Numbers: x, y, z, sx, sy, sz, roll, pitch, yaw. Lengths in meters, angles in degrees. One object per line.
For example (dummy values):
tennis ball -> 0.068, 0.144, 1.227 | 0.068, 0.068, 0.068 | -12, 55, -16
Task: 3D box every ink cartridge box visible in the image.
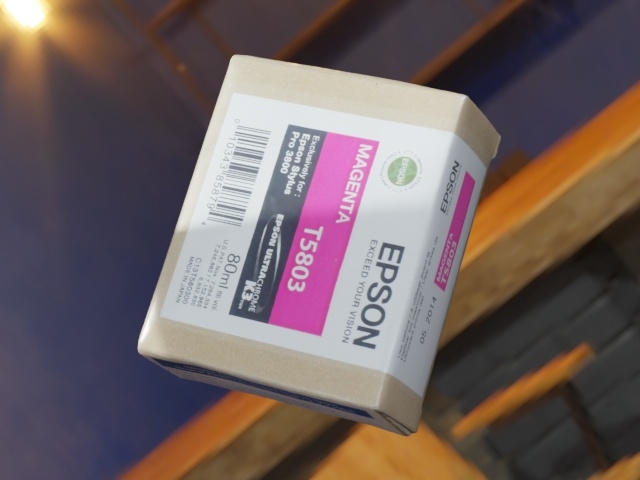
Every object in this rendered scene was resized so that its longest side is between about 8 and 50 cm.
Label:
ink cartridge box -> 0.000, 0.000, 1.364 | 0.088, 0.193, 0.235 | 41, -118, -63
